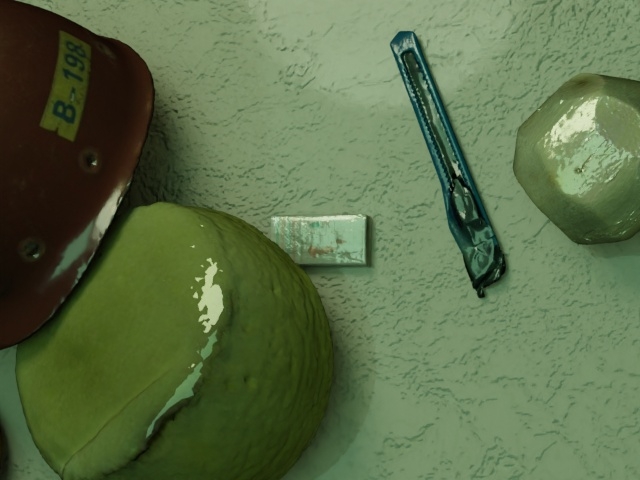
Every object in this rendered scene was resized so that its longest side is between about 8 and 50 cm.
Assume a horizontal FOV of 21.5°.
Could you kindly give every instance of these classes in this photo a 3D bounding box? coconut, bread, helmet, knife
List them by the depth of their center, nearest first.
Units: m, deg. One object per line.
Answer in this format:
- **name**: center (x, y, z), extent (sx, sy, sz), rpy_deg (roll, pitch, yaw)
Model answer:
- **coconut**: center (0.283, -0.085, 1.653), extent (0.162, 0.161, 0.161), rpy_deg (-41, 75, 18)
- **bread**: center (-0.147, 0.127, 1.719), extent (0.320, 0.237, 0.321), rpy_deg (-9, 68, 23)
- **helmet**: center (-0.368, -0.105, 1.720), extent (0.337, 0.230, 0.385), rpy_deg (-20, 48, 32)
- **knife**: center (0.130, -0.084, 1.762), extent (0.044, 0.026, 0.297), rpy_deg (-25, 79, 24)

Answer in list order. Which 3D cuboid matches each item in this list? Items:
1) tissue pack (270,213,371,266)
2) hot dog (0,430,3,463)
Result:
- **tissue pack**: center (0.000, 0.000, 1.791), extent (0.108, 0.023, 0.056), rpy_deg (1, 85, 16)
- **hot dog**: center (-0.445, 0.217, 1.856), extent (0.160, 0.099, 0.227), rpy_deg (-33, 76, 10)
